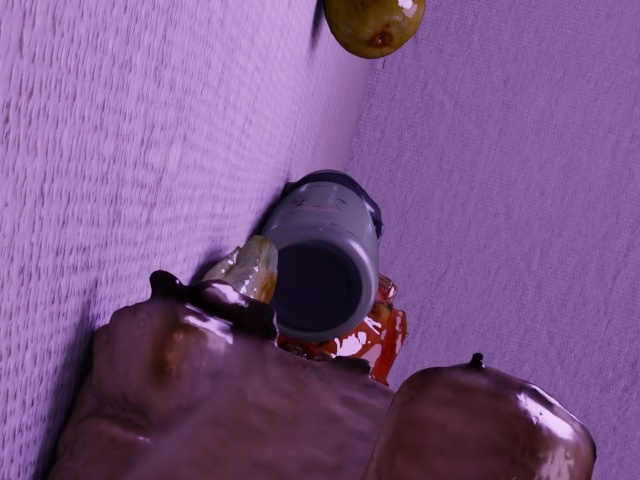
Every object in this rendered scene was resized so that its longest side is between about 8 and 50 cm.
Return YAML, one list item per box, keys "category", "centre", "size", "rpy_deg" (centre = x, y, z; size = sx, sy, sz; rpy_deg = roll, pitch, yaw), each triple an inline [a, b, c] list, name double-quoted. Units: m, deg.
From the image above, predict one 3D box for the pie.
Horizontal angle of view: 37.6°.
- category: "pie"
  centre: [-0.101, 0.129, 0.946]
  size: [0.302, 0.067, 0.302]
  rpy_deg: [14, 90, -88]

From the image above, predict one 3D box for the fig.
- category: "fig"
  centre: [0.065, -0.345, 1.266]
  size: [0.186, 0.148, 0.142]
  rpy_deg: [67, 12, 12]

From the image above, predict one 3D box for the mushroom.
- category: "mushroom"
  centre: [-0.045, 0.249, 0.536]
  size: [0.224, 0.314, 0.397]
  rpy_deg: [74, 35, -59]

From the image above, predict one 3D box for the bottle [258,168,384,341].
- category: "bottle"
  centre: [0.002, 0.000, 1.302]
  size: [0.347, 0.168, 0.168]
  rpy_deg: [-75, 178, -70]

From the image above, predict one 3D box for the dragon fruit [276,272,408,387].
- category: "dragon fruit"
  centre: [0.005, 0.162, 1.504]
  size: [0.250, 0.250, 0.315]
  rpy_deg: [101, 3, -51]
